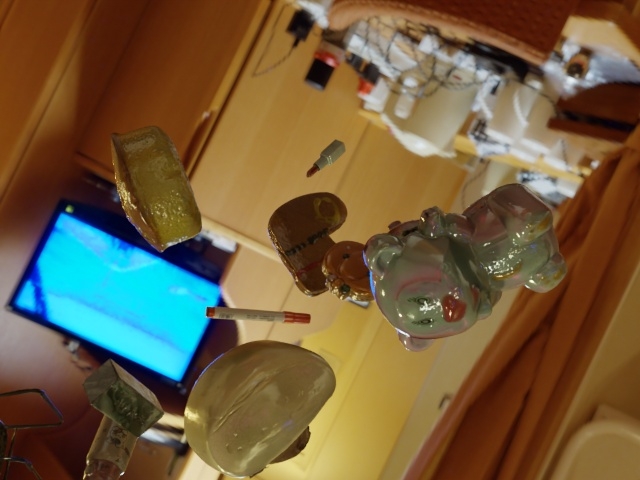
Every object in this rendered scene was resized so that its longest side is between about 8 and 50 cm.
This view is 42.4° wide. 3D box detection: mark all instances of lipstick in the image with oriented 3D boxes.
[{"bbox_3d":[0.009,-0.192,1.989,0.030,0.129,0.030,26,148,33],"label":"lipstick"}]

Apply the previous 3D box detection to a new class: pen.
[{"bbox_3d":[-0.133,0.162,1.789,0.239,0.028,0.028,6,-173,-23],"label":"pen"}]

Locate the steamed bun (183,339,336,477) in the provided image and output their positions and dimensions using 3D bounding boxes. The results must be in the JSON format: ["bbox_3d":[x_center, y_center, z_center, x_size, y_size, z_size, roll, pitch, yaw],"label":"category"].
[{"bbox_3d":[-0.112,0.264,1.369,0.154,0.250,0.200,50,162,-14],"label":"steamed bun"}]

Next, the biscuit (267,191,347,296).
[{"bbox_3d":[0.001,-0.001,2.250,0.277,0.262,0.052,62,146,14],"label":"biscuit"}]

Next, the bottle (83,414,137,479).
[{"bbox_3d":[-0.566,0.574,2.218,0.110,0.110,0.233,26,-143,-11],"label":"bottle"}]

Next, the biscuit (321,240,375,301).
[{"bbox_3d":[0.080,0.067,1.897,0.170,0.170,0.050,26,136,9],"label":"biscuit"}]

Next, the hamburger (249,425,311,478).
[{"bbox_3d":[-0.197,0.528,2.443,0.277,0.317,0.195,-29,-171,-39],"label":"hamburger"}]

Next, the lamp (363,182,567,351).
[{"bbox_3d":[0.218,0.024,1.359,0.247,0.301,0.247,63,178,-39],"label":"lamp"}]

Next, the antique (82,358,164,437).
[{"bbox_3d":[-0.448,0.368,1.900,0.183,0.088,0.086,50,177,-39],"label":"antique"}]

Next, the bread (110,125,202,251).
[{"bbox_3d":[-0.350,-0.111,1.727,0.270,0.148,0.269,158,90,-81],"label":"bread"}]

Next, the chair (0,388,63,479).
[{"bbox_3d":[-0.586,0.352,1.438,0.221,0.140,0.145,-3,141,1],"label":"chair"}]
